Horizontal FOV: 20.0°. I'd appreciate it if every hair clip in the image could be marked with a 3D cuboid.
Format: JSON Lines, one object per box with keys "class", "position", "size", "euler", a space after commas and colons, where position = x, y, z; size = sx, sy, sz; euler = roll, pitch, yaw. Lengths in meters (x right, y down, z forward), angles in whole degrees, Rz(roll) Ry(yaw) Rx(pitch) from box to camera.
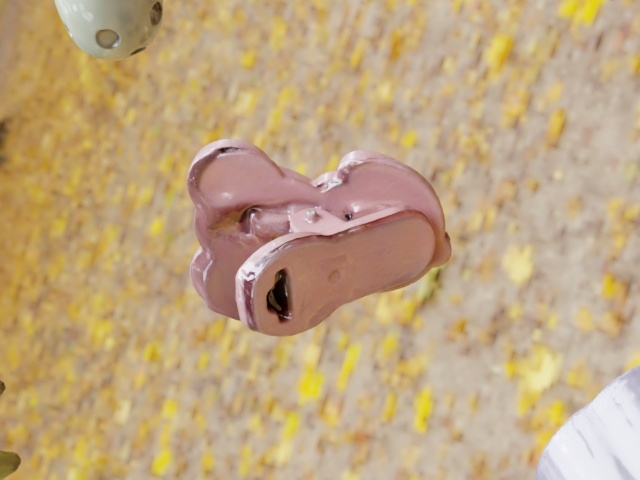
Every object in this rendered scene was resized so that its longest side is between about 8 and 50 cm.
{"class": "hair clip", "position": [-0.005, -0.006, 1.073], "size": [0.102, 0.138, 0.123], "euler": [45, 152, 46]}

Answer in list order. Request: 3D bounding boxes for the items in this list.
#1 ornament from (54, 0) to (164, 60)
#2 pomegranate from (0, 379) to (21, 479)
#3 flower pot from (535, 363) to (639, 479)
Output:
{"class": "ornament", "position": [-0.150, -0.193, 1.195], "size": [0.081, 0.075, 0.156], "euler": [40, 153, 48]}
{"class": "pomegranate", "position": [-0.346, 0.097, 0.914], "size": [0.216, 0.358, 0.310], "euler": [51, 145, 38]}
{"class": "flower pot", "position": [0.364, 0.269, 1.639], "size": [0.265, 0.265, 0.243], "euler": [-65, 35, 28]}
